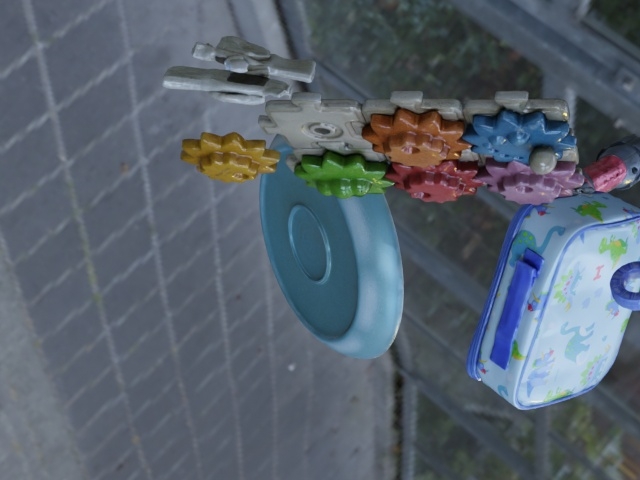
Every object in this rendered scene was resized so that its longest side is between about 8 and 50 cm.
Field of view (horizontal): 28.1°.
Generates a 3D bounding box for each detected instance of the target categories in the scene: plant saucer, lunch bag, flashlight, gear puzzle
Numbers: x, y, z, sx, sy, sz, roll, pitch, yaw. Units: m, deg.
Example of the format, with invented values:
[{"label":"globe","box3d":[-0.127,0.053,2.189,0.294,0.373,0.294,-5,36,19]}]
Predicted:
[{"label":"plant saucer","box3d":[0.000,0.000,1.577,0.043,0.317,0.317,-17,146,-26]},{"label":"lunch bag","box3d":[0.244,0.057,1.303,0.176,0.090,0.219,-10,123,-42]},{"label":"flashlight","box3d":[0.437,-0.099,2.020,0.304,0.103,0.103,-26,125,-45]},{"label":"gear puzzle","box3d":[0.039,-0.065,1.041,0.175,0.339,0.044,53,42,-65]}]

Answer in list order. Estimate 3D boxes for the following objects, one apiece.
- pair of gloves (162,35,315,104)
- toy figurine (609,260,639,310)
[{"label":"pair of gloves","box3d":[-0.123,-0.274,2.025,0.240,0.204,0.042,-57,159,-63]},{"label":"toy figurine","box3d":[0.280,-0.038,0.848,0.217,0.362,0.191,-26,133,13]}]
